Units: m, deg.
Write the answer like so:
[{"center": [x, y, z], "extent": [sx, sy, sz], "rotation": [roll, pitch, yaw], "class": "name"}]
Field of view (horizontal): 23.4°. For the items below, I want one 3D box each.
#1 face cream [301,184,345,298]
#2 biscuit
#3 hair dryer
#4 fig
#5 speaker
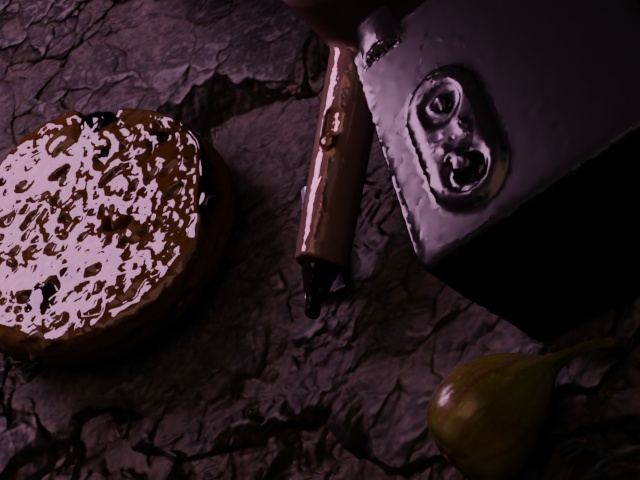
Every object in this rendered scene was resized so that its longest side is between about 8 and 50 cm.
[{"center": [0.000, 0.000, 1.352], "extent": [0.038, 0.020, 0.115], "rotation": [-17, 56, 17], "class": "face cream"}, {"center": [-0.211, -0.003, 1.443], "extent": [0.296, 0.075, 0.295], "rotation": [-14, 51, 18], "class": "biscuit"}, {"center": [0.018, -0.102, 1.316], "extent": [0.107, 0.189, 0.344], "rotation": [-1, 70, 29], "class": "hair dryer"}, {"center": [0.150, 0.115, 1.166], "extent": [0.166, 0.093, 0.093], "rotation": [-34, 42, -31], "class": "fig"}, {"center": [0.180, -0.101, 1.182], "extent": [0.232, 0.184, 0.254], "rotation": [-34, 48, 22], "class": "speaker"}]
